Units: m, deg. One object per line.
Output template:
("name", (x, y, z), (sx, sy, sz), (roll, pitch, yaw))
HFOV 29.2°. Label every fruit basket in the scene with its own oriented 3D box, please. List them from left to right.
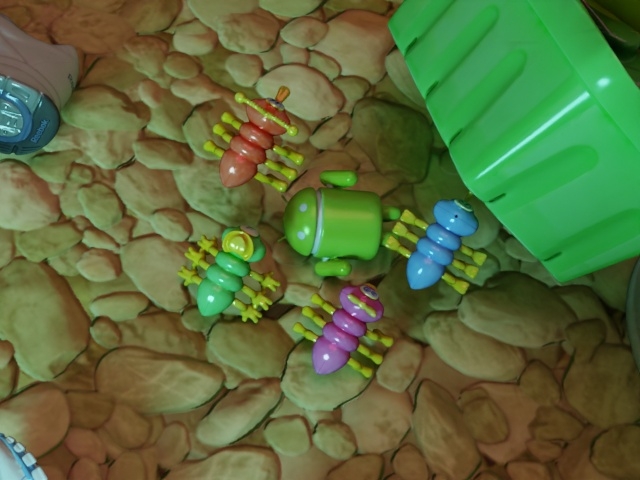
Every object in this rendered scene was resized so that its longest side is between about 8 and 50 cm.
("fruit basket", (0.266, -0.202, 1.105), (0.283, 0.392, 0.392), (42, 47, -35))

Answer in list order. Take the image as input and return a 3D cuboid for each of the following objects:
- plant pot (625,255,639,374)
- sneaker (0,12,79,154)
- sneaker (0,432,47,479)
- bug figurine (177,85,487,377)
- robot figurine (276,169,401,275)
("plant pot", (0.488, 0.025, 1.102), (0.334, 0.305, 0.334), (5, 57, -8))
("sneaker", (-0.374, -0.183, 1.190), (0.297, 0.111, 0.129), (24, 40, -1))
("sneaker", (-0.230, 0.238, 0.956), (0.083, 0.071, 0.190), (-28, 67, -20))
("bug figurine", (0.000, 0.000, 1.095), (0.279, 0.072, 0.216), (28, 93, 4))
("robot figurine", (0.017, -0.016, 1.170), (0.115, 0.067, 0.101), (5, 88, -10))
